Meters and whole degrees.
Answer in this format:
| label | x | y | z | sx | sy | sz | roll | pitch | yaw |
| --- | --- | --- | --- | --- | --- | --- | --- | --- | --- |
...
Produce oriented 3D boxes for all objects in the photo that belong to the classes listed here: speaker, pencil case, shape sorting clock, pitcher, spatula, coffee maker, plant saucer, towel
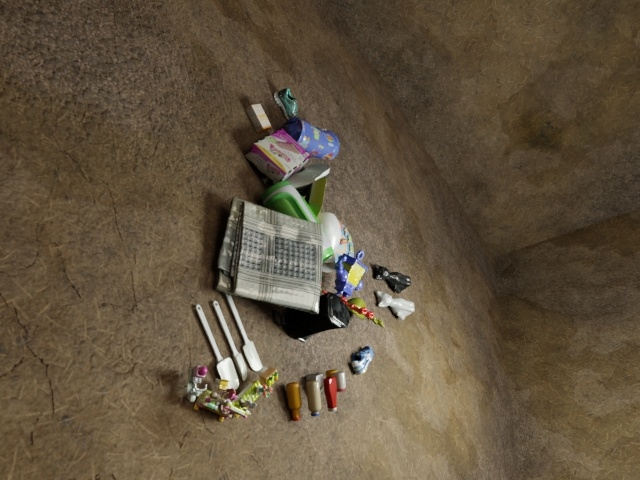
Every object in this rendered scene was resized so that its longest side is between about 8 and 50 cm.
| label | x | y | z | sx | sy | sz | roll | pitch | yaw |
| --- | --- | --- | --- | --- | --- | --- | --- | --- | --- |
| speaker | -0.078 | -0.051 | 1.603 | 0.297 | 0.131 | 0.131 | 57 | 30 | 7 |
| pencil case | -0.039 | -0.421 | 1.966 | 0.306 | 0.119 | 0.133 | 3 | 84 | -57 |
| shape sorting clock | 0.077 | 0.009 | 1.932 | 0.206 | 0.040 | 0.206 | 36 | 42 | -40 |
| pitcher | 0.000 | 0.000 | 1.741 | 0.177 | 0.125 | 0.207 | 22 | 62 | -54 |
| spatula | -0.244 | 0.264 | 1.274 | 0.168 | 0.019 | 0.242 | -21 | 89 | -58 |
| coffee maker | -0.023 | 0.241 | 1.481 | 0.171 | 0.178 | 0.120 | 9 | 62 | -55 |
| plant saucer | -0.040 | -0.118 | 1.723 | 0.045 | 0.188 | 0.188 | 20 | 41 | -11 |
| towel | -0.138 | 0.040 | 1.410 | 0.324 | 0.056 | 0.313 | 16 | 61 | -21 |

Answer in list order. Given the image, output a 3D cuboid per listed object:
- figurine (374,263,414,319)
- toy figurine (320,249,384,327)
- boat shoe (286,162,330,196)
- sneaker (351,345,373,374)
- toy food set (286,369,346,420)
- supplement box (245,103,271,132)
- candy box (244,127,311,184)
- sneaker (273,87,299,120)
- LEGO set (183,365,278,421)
| label | x | y | z | sx | sy | sz | roll | pitch | yaw |
| --- | --- | --- | --- | --- | --- | --- | --- | --- | --- |
| figurine | 0.316 | 0.227 | 2.128 | 0.209 | 0.092 | 0.215 | 27 | 49 | -37 |
| toy figurine | 0.135 | 0.148 | 1.696 | 0.362 | 0.191 | 0.217 | 37 | 73 | -51 |
| boat shoe | -0.059 | -0.212 | 1.811 | 0.302 | 0.114 | 0.091 | -29 | 134 | -47 |
| sneaker | 0.154 | 0.429 | 1.753 | 0.059 | 0.053 | 0.144 | 57 | 31 | -12 |
| toy food set | 0.003 | 0.466 | 1.442 | 0.232 | 0.111 | 0.105 | 4 | 78 | -57 |
| supplement box | -0.231 | -0.455 | 1.772 | 0.099 | 0.036 | 0.062 | 63 | 31 | -6 |
| candy box | -0.148 | -0.307 | 1.725 | 0.159 | 0.071 | 0.233 | 43 | 34 | -3 |
| sneaker | -0.122 | -0.555 | 1.972 | 0.167 | 0.076 | 0.065 | 54 | 33 | -20 |
| LEGO set | -0.190 | 0.377 | 1.170 | 0.286 | 0.107 | 0.132 | 16 | 67 | -47 |
